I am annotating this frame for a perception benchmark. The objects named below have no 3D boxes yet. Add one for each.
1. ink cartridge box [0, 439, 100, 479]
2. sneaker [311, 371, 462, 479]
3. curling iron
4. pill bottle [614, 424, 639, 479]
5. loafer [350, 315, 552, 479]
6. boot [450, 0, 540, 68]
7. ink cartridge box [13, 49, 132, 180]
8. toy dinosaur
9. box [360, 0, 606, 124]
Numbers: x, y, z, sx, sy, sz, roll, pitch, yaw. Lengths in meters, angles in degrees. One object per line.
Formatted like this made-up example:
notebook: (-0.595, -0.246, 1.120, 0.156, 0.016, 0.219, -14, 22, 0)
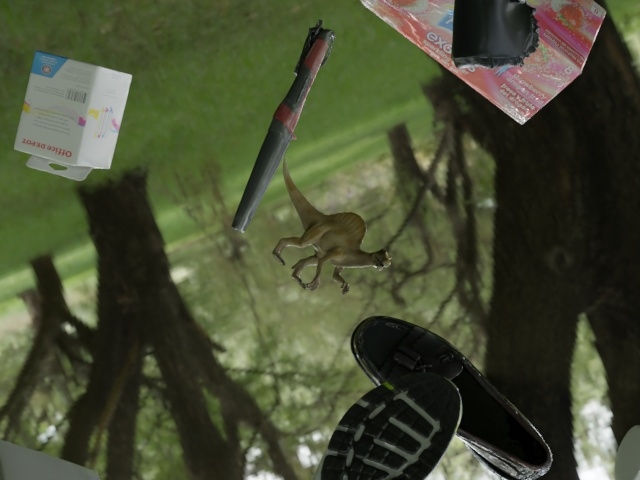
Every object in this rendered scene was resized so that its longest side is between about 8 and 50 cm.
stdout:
ink cartridge box: (-0.372, 0.458, 1.364, 0.285, 0.166, 0.395, -63, -157, 3)
sneaker: (0.044, 0.264, 1.187, 0.300, 0.111, 0.121, -51, 162, 1)
curling iron: (-0.040, -0.134, 1.326, 0.035, 0.274, 0.068, 20, 168, 3)
pill bottle: (0.477, 0.299, 1.379, 0.215, 0.117, 0.117, 19, 178, -5)
loafer: (0.173, 0.194, 1.434, 0.109, 0.302, 0.095, -51, 177, -14)
boot: (0.171, -0.286, 1.184, 0.094, 0.207, 0.246, 5, -174, 27)
ink cartridge box: (-0.308, -0.151, 1.394, 0.092, 0.143, 0.090, 17, -174, 17)
toy dinosaur: (0.000, 0.000, 1.142, 0.092, 0.183, 0.053, -44, 145, -7)
box: (0.226, -0.327, 1.568, 0.142, 0.300, 0.154, -44, -167, 51)
